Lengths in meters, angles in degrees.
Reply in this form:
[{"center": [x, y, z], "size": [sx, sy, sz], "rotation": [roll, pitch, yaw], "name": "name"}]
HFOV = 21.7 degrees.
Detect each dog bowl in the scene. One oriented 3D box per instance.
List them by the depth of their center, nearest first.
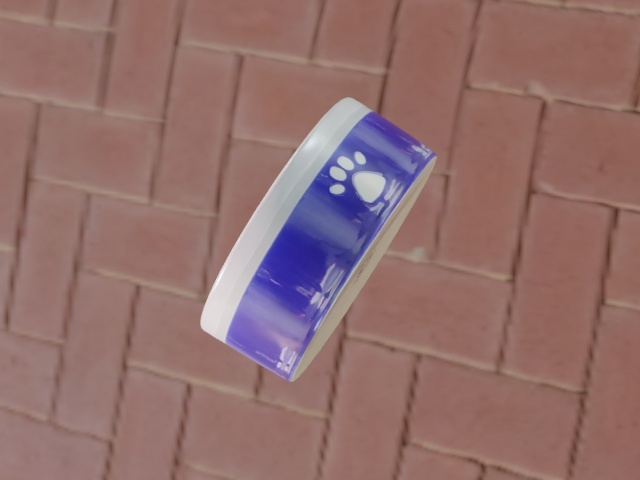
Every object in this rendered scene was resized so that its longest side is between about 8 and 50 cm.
[{"center": [0.000, 0.000, 1.596], "size": [0.104, 0.265, 0.265], "rotation": [32, 107, 5], "name": "dog bowl"}]
